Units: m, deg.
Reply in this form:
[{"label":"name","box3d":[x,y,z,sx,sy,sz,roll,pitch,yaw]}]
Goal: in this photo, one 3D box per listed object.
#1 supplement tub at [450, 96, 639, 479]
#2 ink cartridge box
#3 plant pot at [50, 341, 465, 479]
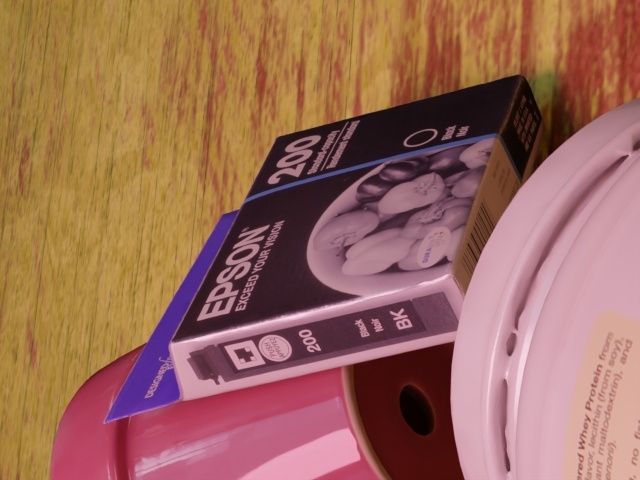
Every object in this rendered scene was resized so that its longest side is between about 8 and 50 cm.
[{"label":"supplement tub","box3d":[0.204,0.071,0.512,0.325,0.235,0.235,24,99,61]},{"label":"ink cartridge box","box3d":[0.000,0.000,0.910,0.208,0.045,0.206,-16,26,24]},{"label":"plant pot","box3d":[-0.010,0.123,0.934,0.180,0.201,0.201,-29,52,34]}]
